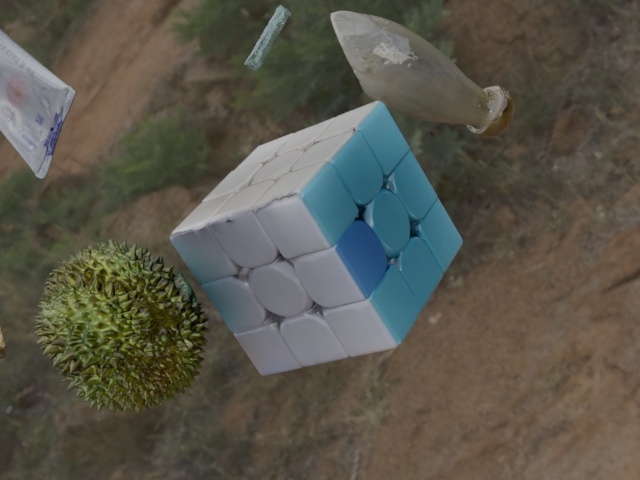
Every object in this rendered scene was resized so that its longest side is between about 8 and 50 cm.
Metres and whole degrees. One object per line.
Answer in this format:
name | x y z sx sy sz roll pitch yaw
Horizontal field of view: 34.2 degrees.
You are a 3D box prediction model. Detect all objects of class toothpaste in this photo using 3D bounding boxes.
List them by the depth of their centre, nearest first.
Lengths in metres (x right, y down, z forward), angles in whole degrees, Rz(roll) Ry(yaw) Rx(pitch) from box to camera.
toothpaste | -0.347 -0.189 1.063 0.323 0.066 0.100 43 117 31

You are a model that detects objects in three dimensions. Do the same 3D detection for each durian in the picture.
durian | -0.287 0.130 1.542 0.225 0.291 0.291 -27 25 -1

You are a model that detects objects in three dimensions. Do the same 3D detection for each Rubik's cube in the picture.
Rubik's cube | 0.000 0.000 1.643 0.291 0.290 0.291 -16 24 39

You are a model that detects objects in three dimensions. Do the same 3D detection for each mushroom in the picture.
mushroom | 0.159 -0.264 1.681 0.128 0.350 0.128 -52 25 37

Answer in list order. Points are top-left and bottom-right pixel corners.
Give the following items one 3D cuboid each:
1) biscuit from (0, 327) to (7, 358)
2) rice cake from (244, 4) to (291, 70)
biscuit | -0.465 0.071 1.371 0.056 0.188 0.052 -17 -20 -21
rice cake | -0.079 -0.307 1.578 0.021 0.022 0.121 -14 43 55
